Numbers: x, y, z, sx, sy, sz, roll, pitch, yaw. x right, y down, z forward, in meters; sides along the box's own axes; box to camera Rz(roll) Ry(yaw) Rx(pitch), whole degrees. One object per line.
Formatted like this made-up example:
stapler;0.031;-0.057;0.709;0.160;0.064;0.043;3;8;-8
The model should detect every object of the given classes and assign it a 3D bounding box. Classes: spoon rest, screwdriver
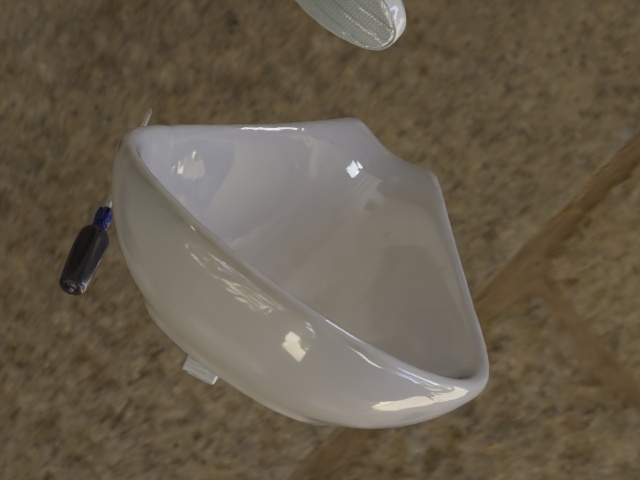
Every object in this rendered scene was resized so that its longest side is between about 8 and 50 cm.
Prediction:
spoon rest;0.000;0.000;0.587;0.137;0.276;0.084;34;96;0
screwdriver;-0.144;-0.033;1.139;0.024;0.025;0.170;9;57;13

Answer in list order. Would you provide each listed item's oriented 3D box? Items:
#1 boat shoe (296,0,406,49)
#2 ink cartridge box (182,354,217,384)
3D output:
boat shoe;-0.010;-0.331;1.703;0.302;0.109;0.094;48;50;-11
ink cartridge box;-0.080;0.046;1.889;0.045;0.223;0.224;28;92;1
